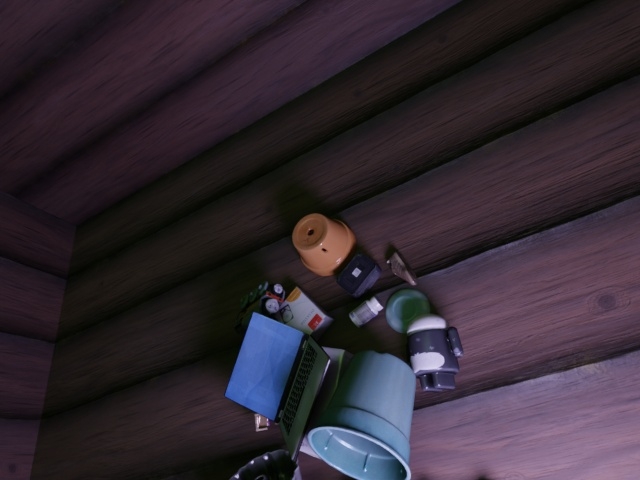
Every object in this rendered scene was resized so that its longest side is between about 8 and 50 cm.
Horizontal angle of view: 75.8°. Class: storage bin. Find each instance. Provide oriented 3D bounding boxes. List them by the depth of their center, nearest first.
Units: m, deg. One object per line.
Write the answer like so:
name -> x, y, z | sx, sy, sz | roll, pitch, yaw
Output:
storage bin -> 0.175, 0.161, 1.858 | 0.122, 0.084, 0.180 | 37, 88, 39

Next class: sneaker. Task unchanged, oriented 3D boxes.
sneaker -> 0.354, 0.134, 1.788 | 0.071, 0.066, 0.188 | -46, 44, 24

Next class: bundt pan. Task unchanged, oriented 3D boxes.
bundt pan -> -0.211, 0.959, 1.558 | 0.330, 0.331, 0.124 | -20, 95, 21

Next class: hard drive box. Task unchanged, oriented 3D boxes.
hard drive box -> -0.080, 0.357, 1.906 | 0.181, 0.089, 0.232 | -51, 52, -1

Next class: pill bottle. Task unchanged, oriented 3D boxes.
pill bottle -> 0.198, 0.306, 1.772 | 0.137, 0.078, 0.078 | -39, 52, 8

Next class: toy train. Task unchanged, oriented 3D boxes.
toy train -> -0.290, 0.329, 1.961 | 0.334, 0.142, 0.190 | -37, 32, 41

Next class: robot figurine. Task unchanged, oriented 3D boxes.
robot figurine -> 0.417, 0.413, 1.527 | 0.209, 0.173, 0.278 | -11, 60, 13

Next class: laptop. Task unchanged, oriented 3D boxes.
laptop -> -0.182, 0.530, 1.569 | 0.408, 0.236, 0.382 | -162, 91, -72

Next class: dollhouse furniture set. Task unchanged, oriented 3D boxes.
dollhouse furniture set -> -0.140, 0.643, 1.809 | 0.303, 0.198, 0.286 | -6, 83, -5

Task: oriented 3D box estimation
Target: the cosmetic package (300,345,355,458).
cosmetic package -> 0.038, 0.628, 1.614 | 0.156, 0.217, 0.385 | 1, 69, 32

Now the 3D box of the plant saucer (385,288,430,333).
plant saucer -> 0.356, 0.287, 1.713 | 0.195, 0.037, 0.195 | -14, 59, 24

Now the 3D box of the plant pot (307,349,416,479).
plant pot -> 0.174, 0.589, 1.415 | 0.341, 0.341, 0.334 | -4, 35, 30

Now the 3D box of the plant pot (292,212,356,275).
plant pot -> 0.000, 0.000, 1.973 | 0.290, 0.203, 0.291 | -14, 59, 24
